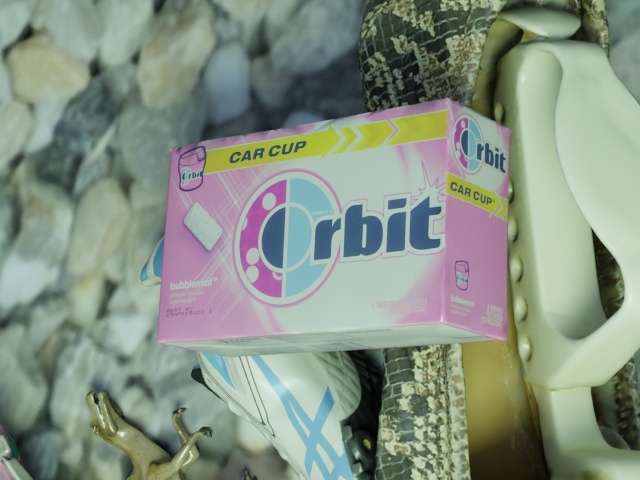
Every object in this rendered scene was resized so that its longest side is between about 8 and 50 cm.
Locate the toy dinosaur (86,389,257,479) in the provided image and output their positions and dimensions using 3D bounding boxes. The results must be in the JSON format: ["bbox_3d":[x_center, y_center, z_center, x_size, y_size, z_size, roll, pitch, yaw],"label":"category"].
[{"bbox_3d":[-0.085,0.169,0.827,0.093,0.053,0.183,-25,72,22],"label":"toy dinosaur"}]

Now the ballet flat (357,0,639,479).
[{"bbox_3d":[0.114,0.062,0.722,0.164,0.182,0.482,2,78,-32],"label":"ballet flat"}]

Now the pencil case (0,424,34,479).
[{"bbox_3d":[-0.161,0.223,0.763,0.124,0.124,0.284,-42,63,2],"label":"pencil case"}]

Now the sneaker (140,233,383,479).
[{"bbox_3d":[-0.019,0.087,0.809,0.086,0.085,0.237,-39,78,26],"label":"sneaker"}]

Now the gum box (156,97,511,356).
[{"bbox_3d":[0.000,0.000,0.706,0.188,0.062,0.107,-7,75,36],"label":"gum box"}]
